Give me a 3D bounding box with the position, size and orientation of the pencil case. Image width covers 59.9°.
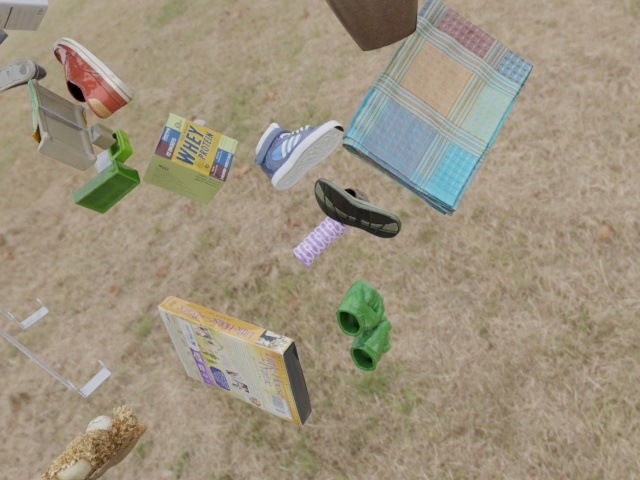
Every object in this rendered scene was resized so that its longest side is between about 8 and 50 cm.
[{"bbox_3d":[0.000,0.000,1.906,0.206,0.088,0.086,-42,24,2],"label":"pencil case"}]

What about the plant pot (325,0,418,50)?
[{"bbox_3d":[0.085,-0.468,0.987,0.215,0.230,0.215,-18,26,9],"label":"plant pot"}]

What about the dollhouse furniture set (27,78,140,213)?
[{"bbox_3d":[-0.625,-0.225,1.383,0.151,0.301,0.197,-32,63,15],"label":"dollhouse furniture set"}]

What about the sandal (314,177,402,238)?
[{"bbox_3d":[0.115,-0.102,1.727,0.303,0.120,0.086,27,46,8],"label":"sandal"}]

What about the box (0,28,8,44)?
[{"bbox_3d":[-0.769,-0.389,1.184,0.231,0.056,0.183,23,75,47],"label":"box"}]

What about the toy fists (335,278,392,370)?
[{"bbox_3d":[0.133,0.231,1.551,0.096,0.279,0.142,1,41,29],"label":"toy fists"}]

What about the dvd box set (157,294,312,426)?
[{"bbox_3d":[-0.233,0.325,1.516,0.420,0.307,0.062,14,44,29],"label":"dvd box set"}]

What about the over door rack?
[{"bbox_3d":[-0.497,0.128,0.819,0.239,0.324,0.108,30,76,32],"label":"over door rack"}]

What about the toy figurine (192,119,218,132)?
[{"bbox_3d":[-0.455,-0.323,1.965,0.213,0.148,0.209,-46,24,-4],"label":"toy figurine"}]

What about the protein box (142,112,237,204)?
[{"bbox_3d":[-0.369,-0.223,1.568,0.201,0.200,0.136,-31,42,61],"label":"protein box"}]

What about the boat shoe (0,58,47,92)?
[{"bbox_3d":[-0.804,-0.419,1.438,0.206,0.075,0.065,-7,3,18],"label":"boat shoe"}]

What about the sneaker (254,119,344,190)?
[{"bbox_3d":[-0.093,-0.350,1.888,0.323,0.130,0.236,-42,61,23],"label":"sneaker"}]

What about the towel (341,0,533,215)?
[{"bbox_3d":[0.239,-0.273,1.113,0.370,0.271,0.040,-59,6,-9],"label":"towel"}]

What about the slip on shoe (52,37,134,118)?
[{"bbox_3d":[-0.551,-0.379,1.292,0.101,0.123,0.331,-47,55,-5],"label":"slip on shoe"}]

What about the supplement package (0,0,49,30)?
[{"bbox_3d":[-0.850,-0.631,1.352,0.293,0.177,0.175,-12,4,-37],"label":"supplement package"}]

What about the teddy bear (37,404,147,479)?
[{"bbox_3d":[-0.511,0.463,1.208,0.245,0.113,0.338,-53,-6,19],"label":"teddy bear"}]
